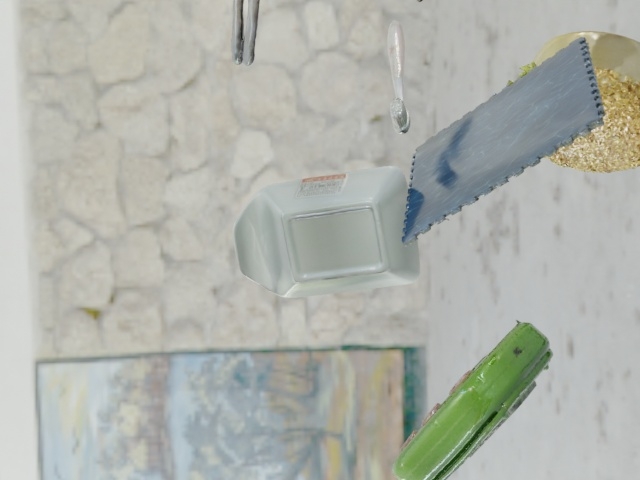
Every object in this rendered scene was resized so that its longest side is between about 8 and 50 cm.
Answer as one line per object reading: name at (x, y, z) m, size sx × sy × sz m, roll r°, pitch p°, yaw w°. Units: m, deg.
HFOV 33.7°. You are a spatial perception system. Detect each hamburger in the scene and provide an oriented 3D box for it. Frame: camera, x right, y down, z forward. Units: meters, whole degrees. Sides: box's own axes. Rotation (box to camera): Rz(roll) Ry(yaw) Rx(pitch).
hamburger at (0.464, -0.222, 1.801) m, size 0.294 × 0.276 × 0.179 m, roll -5°, pitch 58°, yaw 54°

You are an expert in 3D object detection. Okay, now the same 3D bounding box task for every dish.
dish at (0.000, 0.000, 1.322) m, size 0.064 × 0.234 × 0.154 m, roll -44°, pitch -55°, yaw -71°

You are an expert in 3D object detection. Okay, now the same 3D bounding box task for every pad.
pad at (0.209, -0.122, 1.242) m, size 0.012 × 0.269 × 0.269 m, roll 49°, pitch -156°, yaw -18°

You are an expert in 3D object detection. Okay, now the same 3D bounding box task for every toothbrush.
toothbrush at (0.106, -0.239, 1.468) m, size 0.307 × 0.025 × 0.029 m, roll -87°, pitch -23°, yaw -52°

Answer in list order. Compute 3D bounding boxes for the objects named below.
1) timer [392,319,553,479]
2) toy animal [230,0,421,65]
timer at (0.116, 0.127, 0.793) m, size 0.128 × 0.047 × 0.140 m, roll -31°, pitch -20°, yaw -54°
toy animal at (0.027, -0.330, 0.910) m, size 0.225 × 0.284 × 0.302 m, roll -157°, pitch 53°, yaw -67°
